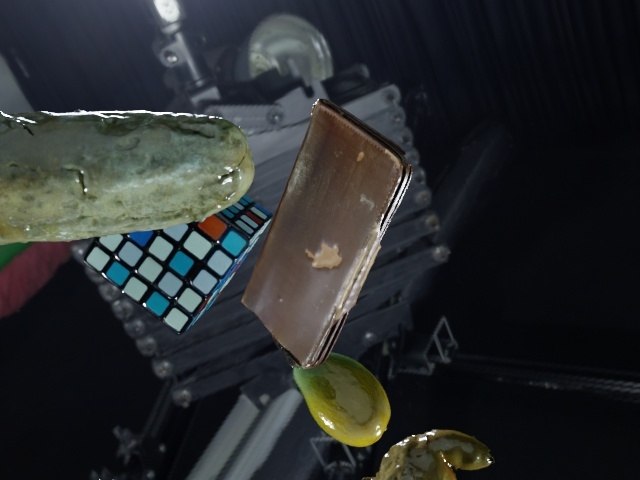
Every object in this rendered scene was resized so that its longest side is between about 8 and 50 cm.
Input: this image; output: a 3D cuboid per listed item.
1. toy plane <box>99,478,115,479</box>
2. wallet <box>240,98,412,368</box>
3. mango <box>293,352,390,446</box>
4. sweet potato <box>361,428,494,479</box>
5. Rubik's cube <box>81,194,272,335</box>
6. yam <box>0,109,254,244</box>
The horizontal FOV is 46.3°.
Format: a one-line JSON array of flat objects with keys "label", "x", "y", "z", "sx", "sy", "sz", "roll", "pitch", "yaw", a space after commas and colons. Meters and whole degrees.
[{"label": "toy plane", "x": -0.226, "y": 0.277, "z": 0.752, "sx": 0.031, "sy": 0.049, "sz": 0.120, "roll": -6, "pitch": -172, "yaw": 0}, {"label": "wallet", "x": 0.000, "y": 0.000, "z": 0.524, "sx": 0.026, "sy": 0.176, "sz": 0.095, "roll": -4, "pitch": -144, "yaw": -45}, {"label": "mango", "x": 0.034, "y": 0.262, "z": 1.267, "sx": 0.195, "sy": 0.092, "sz": 0.130, "roll": 31, "pitch": -122, "yaw": 26}, {"label": "sweet potato", "x": 0.010, "y": 0.251, "z": 0.641, "sx": 0.310, "sy": 0.124, "sz": 0.098, "roll": -22, "pitch": -157, "yaw": 19}, {"label": "Rubik's cube", "x": -0.203, "y": -0.005, "z": 1.099, "sx": 0.184, "sy": 0.187, "sz": 0.182, "roll": -52, "pitch": -178, "yaw": 13}, {"label": "yam", "x": -0.227, "y": -0.063, "z": 0.699, "sx": 0.330, "sy": 0.133, "sz": 0.133, "roll": -5, "pitch": -148, "yaw": -1}]
